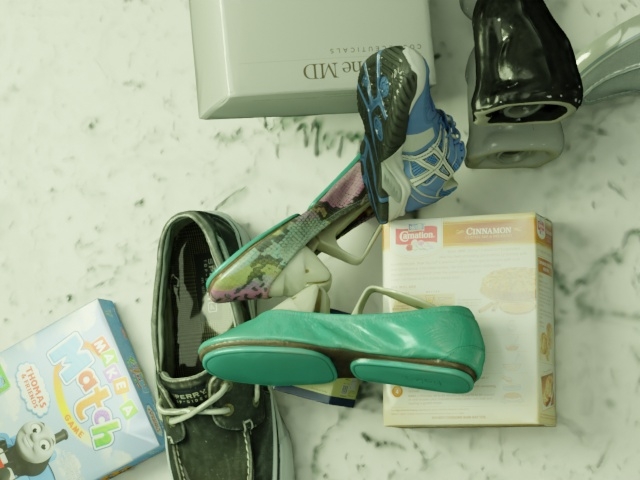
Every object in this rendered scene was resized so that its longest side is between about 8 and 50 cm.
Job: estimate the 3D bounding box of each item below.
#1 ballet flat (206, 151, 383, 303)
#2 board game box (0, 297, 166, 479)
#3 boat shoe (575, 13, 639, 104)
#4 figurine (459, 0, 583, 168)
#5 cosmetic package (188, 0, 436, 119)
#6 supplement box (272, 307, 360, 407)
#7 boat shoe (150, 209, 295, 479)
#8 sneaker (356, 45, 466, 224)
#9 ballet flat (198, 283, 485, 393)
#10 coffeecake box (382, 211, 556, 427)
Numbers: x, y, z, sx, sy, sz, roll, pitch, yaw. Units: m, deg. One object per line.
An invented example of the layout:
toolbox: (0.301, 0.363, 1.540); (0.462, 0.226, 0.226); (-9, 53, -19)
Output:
ballet flat: (0.000, 0.000, 1.639); (0.221, 0.077, 0.079); (-40, 78, -25)
board game box: (-0.265, 0.174, 1.768); (0.211, 0.039, 0.160); (-29, 74, 13)
boat shoe: (0.318, -0.161, 1.581); (0.228, 0.079, 0.081); (-24, 71, 12)
figurine: (0.162, -0.185, 1.575); (0.092, 0.215, 0.209); (-5, 76, 0)
cosmetic package: (-0.021, -0.299, 1.631); (0.197, 0.155, 0.365); (-6, 86, -14)
supplement box: (0.004, 0.104, 1.656); (0.056, 0.083, 0.083); (14, 87, 18)
boat shoe: (-0.109, 0.133, 1.674); (0.121, 0.119, 0.335); (-14, 78, 18)
sneaker: (0.079, -0.097, 1.554); (0.081, 0.211, 0.080); (-14, 61, -8)
ballet flat: (0.021, 0.082, 1.579); (0.247, 0.083, 0.087); (2, 61, 11)
coffeecake box: (0.132, 0.073, 1.622); (0.142, 0.068, 0.185); (-3, 82, 20)
